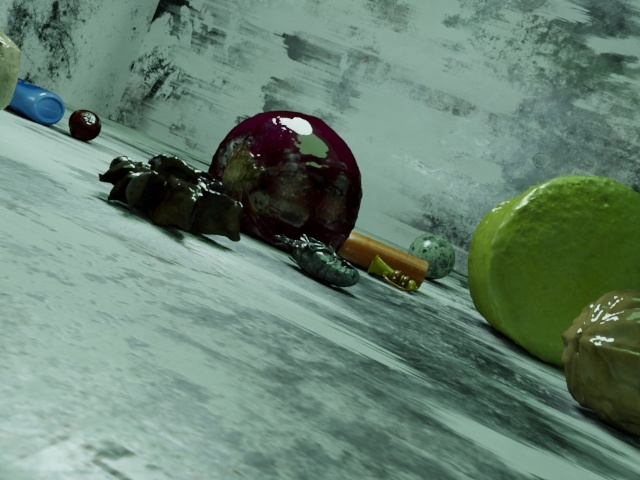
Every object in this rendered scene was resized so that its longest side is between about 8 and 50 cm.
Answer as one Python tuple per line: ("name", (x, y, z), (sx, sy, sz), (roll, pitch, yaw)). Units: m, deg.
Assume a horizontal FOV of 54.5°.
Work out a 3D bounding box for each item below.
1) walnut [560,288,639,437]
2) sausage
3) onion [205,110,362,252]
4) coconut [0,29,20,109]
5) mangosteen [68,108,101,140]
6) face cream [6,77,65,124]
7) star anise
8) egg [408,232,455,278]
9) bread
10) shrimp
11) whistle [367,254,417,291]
("walnut", (0.425, 0.158, 0.800), (0.245, 0.198, 0.198), (11, 8, -16))
("sausage", (0.120, 0.036, 1.375), (0.234, 0.071, 0.071), (23, 5, -8))
("onion", (-0.054, -0.120, 1.229), (0.282, 0.260, 0.337), (26, 1, -42))
("coconut", (-0.577, -0.281, 0.987), (0.195, 0.194, 0.194), (23, 5, -2))
("mangosteen", (-0.593, -0.288, 1.565), (0.081, 0.080, 0.081), (23, 5, -2))
("face cream", (-0.774, -0.371, 1.573), (0.264, 0.083, 0.149), (25, 2, 21))
("star anise", (-0.205, -0.072, 0.904), (0.220, 0.098, 0.214), (25, 15, 18))
("egg", (0.332, 0.050, 1.835), (0.132, 0.132, 0.172), (28, -4, 42))
("bread", (0.457, 0.050, 1.208), (0.348, 0.348, 0.308), (23, 2, -4))
("shrimp", (-0.011, 0.026, 0.977), (0.165, 0.056, 0.065), (38, 28, 33))
("whistle", (0.152, 0.073, 1.297), (0.109, 0.046, 0.057), (31, -8, 17))
